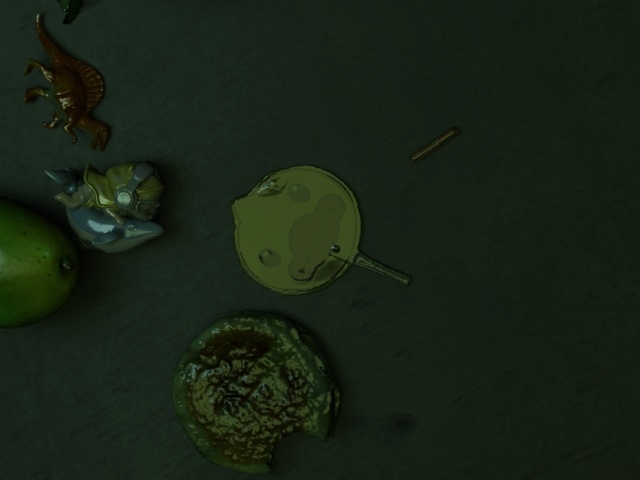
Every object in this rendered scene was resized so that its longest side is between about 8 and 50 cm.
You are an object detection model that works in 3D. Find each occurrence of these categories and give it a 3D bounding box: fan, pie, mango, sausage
[{"bbox_3d":[0.000,0.000,1.594,0.335,0.011,0.229,23,101,-2],"label":"fan"},{"bbox_3d":[-0.114,0.263,1.622,0.303,0.067,0.302,0,100,2],"label":"pie"},{"bbox_3d":[-0.574,0.026,1.523,0.382,0.225,0.201,11,61,6],"label":"mango"},{"bbox_3d":[0.189,-0.158,1.555,0.100,0.015,0.015,-34,98,8],"label":"sausage"}]

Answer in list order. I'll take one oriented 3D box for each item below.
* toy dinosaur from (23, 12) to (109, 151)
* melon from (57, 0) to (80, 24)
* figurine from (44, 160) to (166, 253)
[{"bbox_3d":[-0.413,-0.257,1.541,0.142,0.057,0.212,7,102,-11],"label":"toy dinosaur"},{"bbox_3d":[-0.437,-0.479,1.502,0.114,0.053,0.261,-11,100,12],"label":"melon"},{"bbox_3d":[-0.347,-0.067,1.540,0.208,0.128,0.183,35,98,0],"label":"figurine"}]
